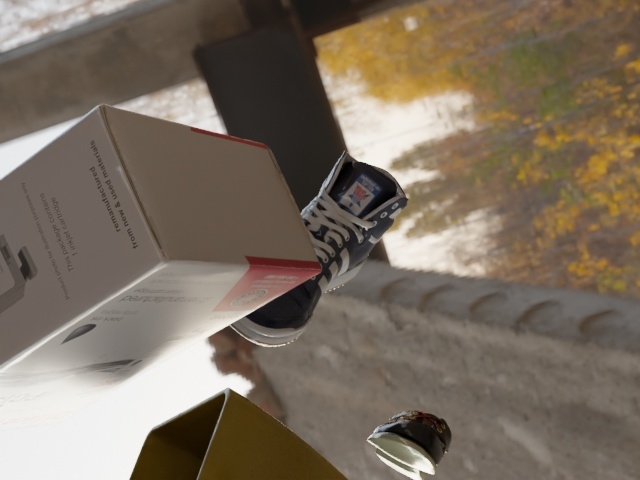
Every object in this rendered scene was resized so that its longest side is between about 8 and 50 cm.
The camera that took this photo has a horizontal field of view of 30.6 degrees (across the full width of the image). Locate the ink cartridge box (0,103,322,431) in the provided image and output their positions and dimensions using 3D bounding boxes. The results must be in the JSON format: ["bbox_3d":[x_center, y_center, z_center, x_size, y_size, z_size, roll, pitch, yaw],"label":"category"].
[{"bbox_3d":[-0.174,0.035,0.843,0.207,0.283,0.117,5,-123,-62],"label":"ink cartridge box"}]

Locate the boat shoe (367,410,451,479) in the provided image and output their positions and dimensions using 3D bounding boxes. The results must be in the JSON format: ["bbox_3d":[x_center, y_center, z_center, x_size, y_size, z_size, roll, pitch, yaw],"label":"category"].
[{"bbox_3d":[0.062,0.131,0.778,0.042,0.049,0.133,-59,-12,-11],"label":"boat shoe"}]

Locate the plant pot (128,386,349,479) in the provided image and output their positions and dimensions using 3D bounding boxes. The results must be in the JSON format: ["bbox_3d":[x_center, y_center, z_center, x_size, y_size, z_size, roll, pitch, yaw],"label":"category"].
[{"bbox_3d":[-0.069,0.278,0.999,0.187,0.212,0.212,28,-119,-16],"label":"plant pot"}]

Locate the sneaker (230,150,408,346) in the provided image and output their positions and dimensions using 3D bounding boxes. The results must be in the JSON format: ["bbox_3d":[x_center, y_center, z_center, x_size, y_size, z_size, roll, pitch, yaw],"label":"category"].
[{"bbox_3d":[0.000,0.000,1.264,0.099,0.153,0.282,38,-149,8],"label":"sneaker"}]
